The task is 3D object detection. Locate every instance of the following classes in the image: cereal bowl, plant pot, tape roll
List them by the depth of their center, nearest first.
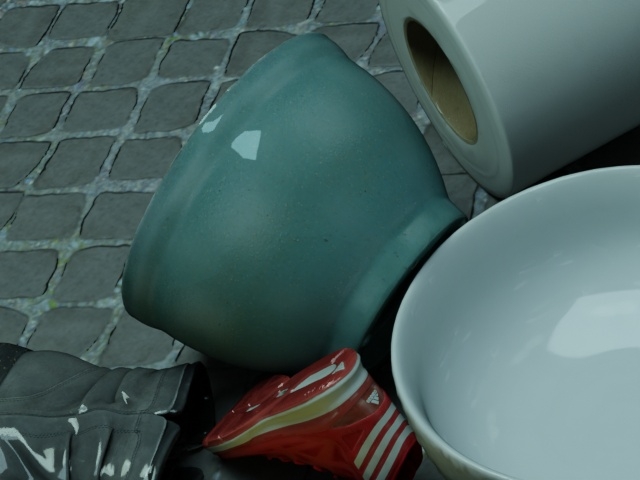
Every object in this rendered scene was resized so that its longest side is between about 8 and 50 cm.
[{"bbox_3d":[0.231,0.103,1.433,0.339,0.141,0.339,-12,40,10],"label":"cereal bowl"},{"bbox_3d":[0.000,0.000,1.573,0.196,0.293,0.293,35,61,14],"label":"plant pot"},{"bbox_3d":[0.181,-0.182,1.693,0.169,0.246,0.246,-28,40,-9],"label":"tape roll"}]

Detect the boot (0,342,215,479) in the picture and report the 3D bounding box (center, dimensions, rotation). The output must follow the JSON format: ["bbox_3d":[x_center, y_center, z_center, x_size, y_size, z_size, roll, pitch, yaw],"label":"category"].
[{"bbox_3d":[-0.229,0.216,1.532,0.223,0.118,0.338,5,50,21],"label":"boot"}]

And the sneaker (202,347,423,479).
[{"bbox_3d":[-0.003,0.173,1.503,0.087,0.128,0.221,-46,10,-30],"label":"sneaker"}]
